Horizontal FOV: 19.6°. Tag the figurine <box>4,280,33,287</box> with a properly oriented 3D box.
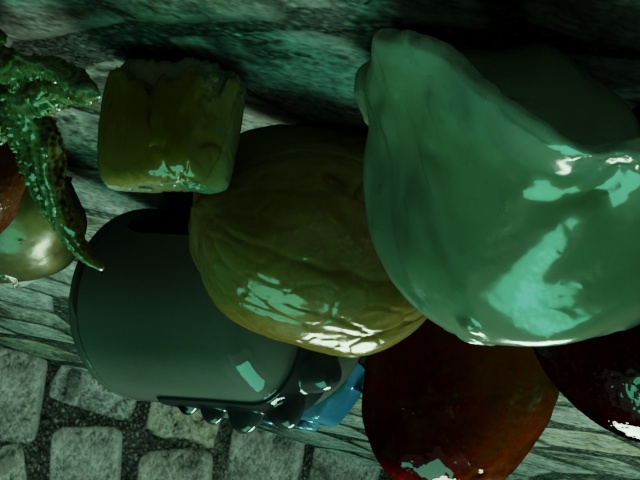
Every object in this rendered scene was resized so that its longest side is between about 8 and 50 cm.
[{"bbox_3d":[-0.386,-0.008,2.204,0.129,0.109,0.178,38,174,14],"label":"figurine"}]

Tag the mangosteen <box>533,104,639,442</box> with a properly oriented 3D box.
[{"bbox_3d":[0.260,0.014,1.348,0.235,0.235,0.261,8,124,27],"label":"mangosteen"}]

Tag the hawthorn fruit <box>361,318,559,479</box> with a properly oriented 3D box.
[{"bbox_3d":[0.144,0.176,1.991,0.224,0.261,0.224,20,171,3],"label":"hawthorn fruit"}]

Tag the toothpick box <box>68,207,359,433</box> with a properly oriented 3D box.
[{"bbox_3d":[-0.090,0.082,1.903,0.316,0.229,0.229,2,163,44],"label":"toothpick box"}]

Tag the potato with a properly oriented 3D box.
[{"bbox_3d":[-0.376,-0.032,1.927,0.296,0.141,0.191,10,165,28],"label":"potato"}]

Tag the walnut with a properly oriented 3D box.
[{"bbox_3d":[0.000,0.000,1.517,0.225,0.193,0.193,6,172,-24],"label":"walnut"}]

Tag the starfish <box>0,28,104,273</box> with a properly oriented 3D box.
[{"bbox_3d":[-0.257,-0.112,1.470,0.358,0.078,0.347,8,138,43],"label":"starfish"}]

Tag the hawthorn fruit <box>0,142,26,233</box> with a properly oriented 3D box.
[{"bbox_3d":[-0.374,-0.042,1.719,0.162,0.203,0.162,31,148,22],"label":"hawthorn fruit"}]

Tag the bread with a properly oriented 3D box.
[{"bbox_3d":[-0.123,-0.091,1.450,0.125,0.106,0.082,4,165,34],"label":"bread"}]

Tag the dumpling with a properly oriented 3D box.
[{"bbox_3d":[0.104,-0.043,1.219,0.318,0.187,0.243,21,165,43],"label":"dumpling"}]

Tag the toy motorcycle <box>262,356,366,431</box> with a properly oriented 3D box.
[{"bbox_3d":[0.084,0.193,2.210,0.416,0.232,0.172,6,169,34],"label":"toy motorcycle"}]
